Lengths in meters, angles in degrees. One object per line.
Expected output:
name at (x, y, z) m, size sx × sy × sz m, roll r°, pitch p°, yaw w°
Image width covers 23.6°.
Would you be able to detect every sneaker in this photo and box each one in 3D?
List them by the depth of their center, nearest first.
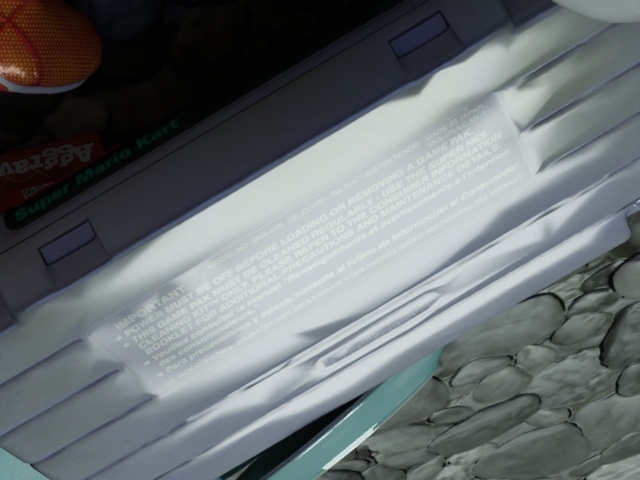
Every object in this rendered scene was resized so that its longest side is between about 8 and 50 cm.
sneaker at (-0.142, -0.109, 0.599) m, size 0.067 × 0.064 × 0.175 m, roll -40°, pitch 143°, yaw 17°

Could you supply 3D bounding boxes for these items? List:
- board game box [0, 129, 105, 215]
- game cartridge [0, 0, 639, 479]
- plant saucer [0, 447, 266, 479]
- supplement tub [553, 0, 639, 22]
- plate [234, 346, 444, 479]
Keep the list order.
board game box at (-0.166, 0.053, 0.843) m, size 0.145 × 0.027 × 0.281 m, roll -14°, pitch 145°, yaw -6°
game cartridge at (0.000, 0.000, 0.731) m, size 0.355 × 0.068 × 0.230 m, roll -30°, pitch 143°, yaw 4°
plant saucer at (-0.100, 0.094, 0.871) m, size 0.195 × 0.037 × 0.195 m, roll -19°, pitch 145°, yaw -14°
supplement tub at (0.181, -0.210, 0.411) m, size 0.316 × 0.228 × 0.228 m, roll -18°, pitch 149°, yaw 26°
plate at (0.014, 0.105, 0.905) m, size 0.188 × 0.024 × 0.188 m, roll -39°, pitch 179°, yaw -1°
